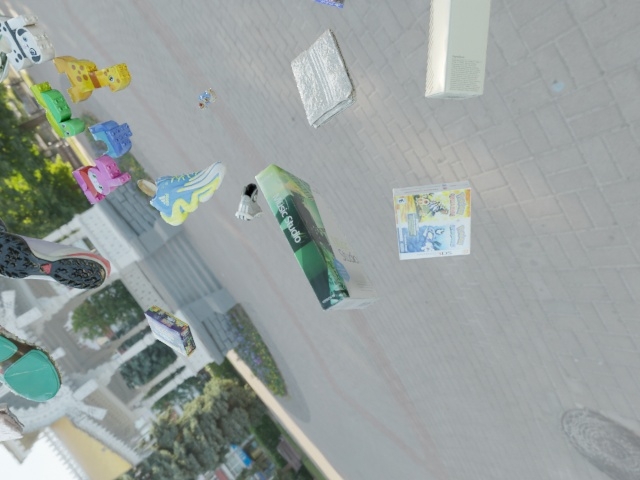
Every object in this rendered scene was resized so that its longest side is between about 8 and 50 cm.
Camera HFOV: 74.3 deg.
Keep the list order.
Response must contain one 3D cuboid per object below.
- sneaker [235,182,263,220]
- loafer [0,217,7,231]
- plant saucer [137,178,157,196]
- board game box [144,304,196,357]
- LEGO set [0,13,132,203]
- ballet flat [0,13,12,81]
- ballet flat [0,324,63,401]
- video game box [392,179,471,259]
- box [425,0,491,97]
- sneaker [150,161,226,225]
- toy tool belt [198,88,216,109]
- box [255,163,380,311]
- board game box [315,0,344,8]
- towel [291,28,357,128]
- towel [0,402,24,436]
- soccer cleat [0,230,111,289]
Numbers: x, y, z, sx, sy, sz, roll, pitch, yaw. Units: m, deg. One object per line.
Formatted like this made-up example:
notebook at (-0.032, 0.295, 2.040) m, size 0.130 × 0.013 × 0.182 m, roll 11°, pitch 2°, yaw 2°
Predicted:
sneaker at (-0.263, -0.158, 1.644) m, size 0.229 × 0.086 × 0.132 m, roll -85°, pitch 7°, yaw -78°
loafer at (-1.023, -0.076, 1.259) m, size 0.061 × 0.062 × 0.170 m, roll 52°, pitch 171°, yaw 32°
plant saucer at (-0.538, -0.168, 1.341) m, size 0.083 × 0.015 × 0.083 m, roll 16°, pitch 148°, yaw 10°
board game box at (-0.520, 0.315, 1.469) m, size 0.170 × 0.048 × 0.141 m, roll 21°, pitch 137°, yaw 23°
LEGO set at (-0.282, -0.171, 0.527) m, size 0.093 × 0.087 × 0.227 m, roll -5°, pitch 121°, yaw 22°
ballet flat at (-1.106, -0.593, 1.400) m, size 0.400 × 0.139 × 0.139 m, roll -15°, pitch 112°, yaw 42°
ballet flat at (-0.548, 0.194, 0.740) m, size 0.077 × 0.091 × 0.241 m, roll 29°, pitch 150°, yaw 41°
video game box at (0.290, -0.047, 1.094) m, size 0.048 × 0.186 × 0.205 m, roll -83°, pitch -17°, yaw -55°
box at (0.325, -0.483, 1.001) m, size 0.094 × 0.113 × 0.275 m, roll -147°, pitch 58°, yaw -70°
sneaker at (-0.369, -0.147, 1.148) m, size 0.126 × 0.240 × 0.091 m, roll 38°, pitch -164°, yaw -31°
toy tool belt at (-0.436, -0.535, 1.587) m, size 0.052 × 0.083 × 0.051 m, roll 60°, pitch -165°, yaw 14°
box at (0.000, 0.000, 0.924) m, size 0.322 × 0.058 × 0.232 m, roll 60°, pitch -163°, yaw 19°
board game box at (-0.025, -0.798, 1.152) m, size 0.231 × 0.141 × 0.291 m, roll 14°, pitch -177°, yaw -1°
towel at (0.005, -0.524, 1.377) m, size 0.187 × 0.049 × 0.282 m, roll -28°, pitch 70°, yaw 31°
towel at (-0.939, 0.476, 1.043) m, size 0.332 × 0.316 × 0.054 m, roll -49°, pitch 48°, yaw 50°
soccer cleat at (-0.712, 0.046, 1.091) m, size 0.318 × 0.109 × 0.116 m, roll 17°, pitch -173°, yaw -17°
